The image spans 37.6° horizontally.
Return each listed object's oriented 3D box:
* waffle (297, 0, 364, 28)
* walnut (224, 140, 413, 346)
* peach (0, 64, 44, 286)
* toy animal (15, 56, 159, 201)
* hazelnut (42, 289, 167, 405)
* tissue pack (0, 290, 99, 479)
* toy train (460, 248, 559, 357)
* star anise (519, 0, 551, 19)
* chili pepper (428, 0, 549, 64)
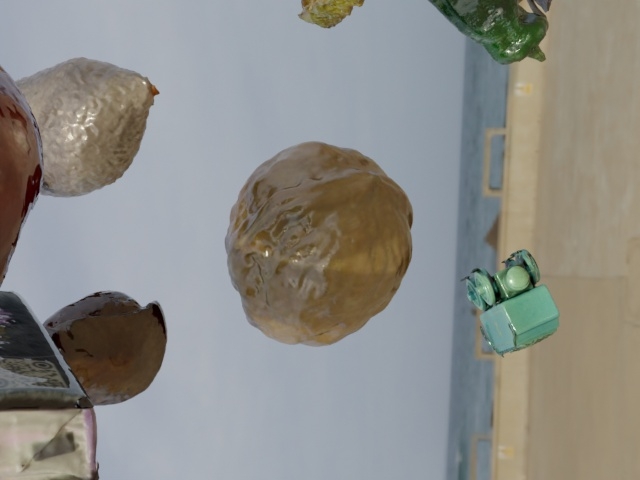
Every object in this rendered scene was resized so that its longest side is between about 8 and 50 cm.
[{"bbox_3d":[0.046,-0.371,1.182,0.211,0.055,0.161,171,114,-70],"label":"waffle"},{"bbox_3d":[-0.003,-0.001,1.508,0.344,0.306,0.306,-49,20,39],"label":"walnut"},{"bbox_3d":[-0.433,-0.080,0.738,0.353,0.416,0.339,-66,15,-6],"label":"peach"},{"bbox_3d":[-0.423,-0.191,1.621,0.188,0.358,0.227,-17,-86,-61],"label":"toy animal"},{"bbox_3d":[-0.317,0.144,1.309,0.170,0.201,0.161,-48,38,39],"label":"hazelnut"},{"bbox_3d":[-0.394,0.148,0.963,0.361,0.259,0.122,24,112,59],"label":"tissue pack"},{"bbox_3d":[0.339,0.113,1.667,0.203,0.112,0.163,94,151,-79],"label":"toy train"},{"bbox_3d":[0.441,-0.543,1.850,0.089,0.209,0.231,50,131,36],"label":"star anise"},{"bbox_3d":[0.283,-0.388,1.557,0.270,0.136,0.099,40,-171,-25],"label":"chili pepper"}]
